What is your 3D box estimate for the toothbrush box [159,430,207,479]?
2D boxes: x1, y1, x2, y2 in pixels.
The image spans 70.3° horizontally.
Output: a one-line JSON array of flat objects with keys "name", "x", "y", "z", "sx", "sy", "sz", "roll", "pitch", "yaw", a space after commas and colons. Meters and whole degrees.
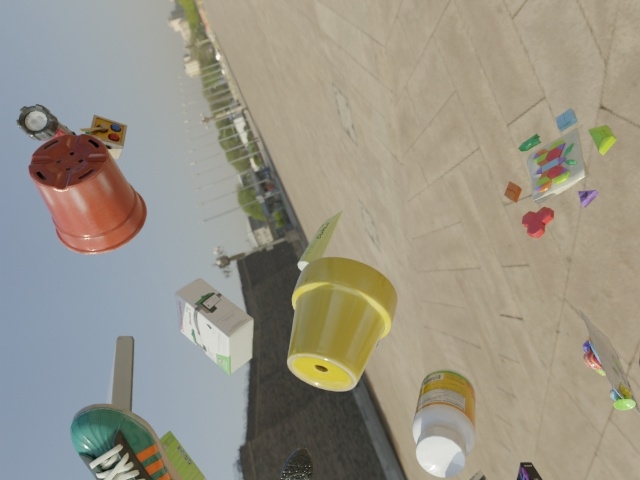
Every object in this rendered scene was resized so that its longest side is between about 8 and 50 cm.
[{"name": "toothbrush box", "x": -0.552, "y": 0.876, "z": 1.637, "sx": 0.283, "sy": 0.122, "sz": 0.206, "roll": 50, "pitch": -164, "yaw": 4}]

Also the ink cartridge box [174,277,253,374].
[{"name": "ink cartridge box", "x": -0.287, "y": 0.227, "z": 1.225, "sx": 0.219, "sy": 0.092, "sz": 0.161, "roll": 30, "pitch": 133, "yaw": 27}]

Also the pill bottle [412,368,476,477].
[{"name": "pill bottle", "x": 0.286, "y": 0.416, "z": 1.049, "sx": 0.137, "sy": 0.136, "sz": 0.245, "roll": 69, "pitch": -157, "yaw": -8}]

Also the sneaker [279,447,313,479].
[{"name": "sneaker", "x": -0.103, "y": 0.826, "z": 1.534, "sx": 0.130, "sy": 0.108, "sz": 0.287, "roll": -144, "pitch": 72, "yaw": -79}]

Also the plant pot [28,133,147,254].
[{"name": "plant pot", "x": -0.674, "y": -0.144, "z": 1.312, "sx": 0.265, "sy": 0.272, "sz": 0.273, "roll": 97, "pitch": 154, "yaw": -56}]

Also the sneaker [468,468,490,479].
[{"name": "sneaker", "x": 0.321, "y": 0.568, "z": 0.947, "sx": 0.235, "sy": 0.090, "sz": 0.095, "roll": -4, "pitch": -137, "yaw": -50}]

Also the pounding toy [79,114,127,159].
[{"name": "pounding toy", "x": -0.741, "y": -0.359, "z": 1.545, "sx": 0.100, "sy": 0.141, "sz": 0.130, "roll": -47, "pitch": 40, "yaw": 40}]

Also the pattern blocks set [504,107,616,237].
[{"name": "pattern blocks set", "x": 0.587, "y": -0.184, "z": 1.140, "sx": 0.026, "sy": 0.285, "sz": 0.325, "roll": 30, "pitch": -142, "yaw": -22}]

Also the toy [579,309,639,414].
[{"name": "toy", "x": 0.674, "y": 0.296, "z": 1.089, "sx": 0.136, "sy": 0.056, "sz": 0.237, "roll": 40, "pitch": -150, "yaw": -19}]

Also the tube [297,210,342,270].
[{"name": "tube", "x": 0.000, "y": 0.000, "z": 1.465, "sx": 0.062, "sy": 0.069, "sz": 0.240, "roll": 77, "pitch": -147, "yaw": -46}]

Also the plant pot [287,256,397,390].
[{"name": "plant pot", "x": 0.036, "y": 0.207, "z": 1.073, "sx": 0.254, "sy": 0.253, "sz": 0.239, "roll": 73, "pitch": -150, "yaw": -43}]

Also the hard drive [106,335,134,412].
[{"name": "hard drive", "x": -0.519, "y": 0.449, "z": 1.151, "sx": 0.233, "sy": 0.047, "sz": 0.353, "roll": -115, "pitch": 39, "yaw": -48}]

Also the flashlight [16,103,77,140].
[{"name": "flashlight", "x": -0.857, "y": -0.339, "z": 1.464, "sx": 0.103, "sy": 0.103, "sz": 0.304, "roll": 41, "pitch": 169, "yaw": -5}]

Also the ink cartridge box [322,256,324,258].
[{"name": "ink cartridge box", "x": 0.071, "y": 0.216, "z": 1.675, "sx": 0.333, "sy": 0.065, "sz": 0.165, "roll": 46, "pitch": -151, "yaw": -15}]

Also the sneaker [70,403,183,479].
[{"name": "sneaker", "x": -0.307, "y": 0.406, "z": 0.756, "sx": 0.302, "sy": 0.108, "sz": 0.121, "roll": 62, "pitch": 172, "yaw": -21}]

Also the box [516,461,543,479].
[{"name": "box", "x": 0.411, "y": 0.519, "z": 0.845, "sx": 0.162, "sy": 0.029, "sz": 0.116, "roll": -105, "pitch": 16, "yaw": -69}]
